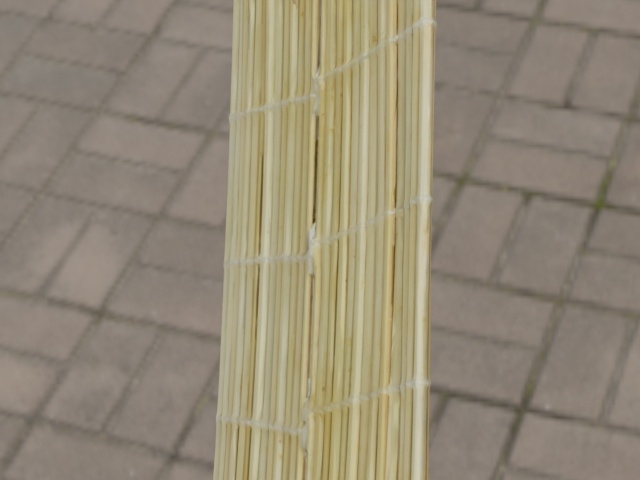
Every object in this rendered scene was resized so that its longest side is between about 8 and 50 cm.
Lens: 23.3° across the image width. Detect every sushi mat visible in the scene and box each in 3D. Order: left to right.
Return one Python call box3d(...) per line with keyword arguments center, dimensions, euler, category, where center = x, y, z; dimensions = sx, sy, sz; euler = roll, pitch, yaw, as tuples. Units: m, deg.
box3d(center=(0.000, 0.000, 0.610), dimensions=(0.019, 0.151, 0.316), euler=(9, 77, -33), category="sushi mat")
